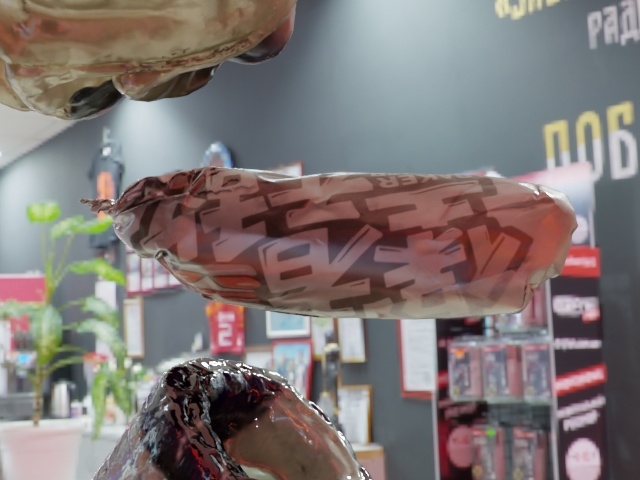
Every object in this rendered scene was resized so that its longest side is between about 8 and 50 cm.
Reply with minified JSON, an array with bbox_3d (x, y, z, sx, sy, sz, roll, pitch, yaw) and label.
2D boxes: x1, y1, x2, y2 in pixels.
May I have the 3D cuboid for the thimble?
[{"bbox_3d":[-0.071,0.212,0.812,0.150,0.237,0.237,-50,-24,15],"label":"thimble"}]

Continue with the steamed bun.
[{"bbox_3d":[-0.136,-0.193,0.671,0.275,0.206,0.320,-31,29,0],"label":"steamed bun"}]

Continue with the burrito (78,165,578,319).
[{"bbox_3d":[0.000,0.000,0.858,0.446,0.139,0.101,3,-28,4],"label":"burrito"}]
